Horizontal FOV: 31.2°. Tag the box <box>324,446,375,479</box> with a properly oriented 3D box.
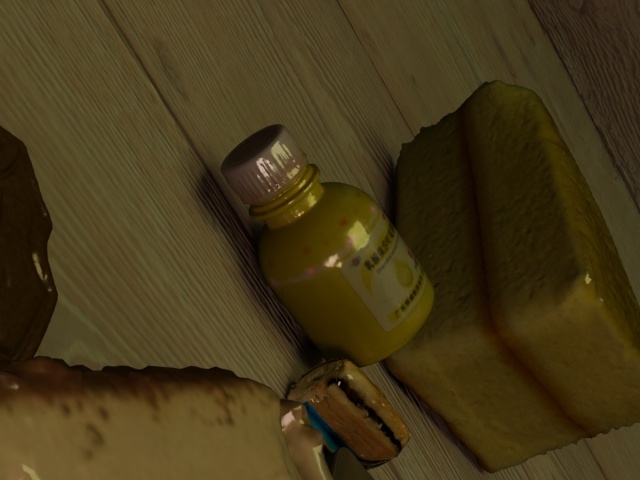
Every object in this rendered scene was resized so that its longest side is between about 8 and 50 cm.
[{"bbox_3d":[0.020,0.241,0.945,0.091,0.031,0.126,52,29,-26],"label":"box"}]

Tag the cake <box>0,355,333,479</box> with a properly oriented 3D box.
[{"bbox_3d":[-0.128,0.216,0.446,0.282,0.256,0.290,8,57,-58],"label":"cake"}]

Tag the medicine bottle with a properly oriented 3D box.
[{"bbox_3d":[0.000,0.000,1.008,0.212,0.122,0.122,54,28,-22],"label":"medicine bottle"}]

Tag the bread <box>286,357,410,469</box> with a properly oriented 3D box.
[{"bbox_3d":[0.027,0.150,0.990,0.106,0.072,0.053,51,29,-25],"label":"bread"}]

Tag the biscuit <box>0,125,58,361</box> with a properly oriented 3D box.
[{"bbox_3d":[-0.230,-0.028,0.697,0.182,0.034,0.215,34,40,-48],"label":"biscuit"}]

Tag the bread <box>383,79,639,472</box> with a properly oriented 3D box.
[{"bbox_3d":[0.217,0.020,1.274,0.245,0.233,0.361,46,31,-35],"label":"bread"}]
